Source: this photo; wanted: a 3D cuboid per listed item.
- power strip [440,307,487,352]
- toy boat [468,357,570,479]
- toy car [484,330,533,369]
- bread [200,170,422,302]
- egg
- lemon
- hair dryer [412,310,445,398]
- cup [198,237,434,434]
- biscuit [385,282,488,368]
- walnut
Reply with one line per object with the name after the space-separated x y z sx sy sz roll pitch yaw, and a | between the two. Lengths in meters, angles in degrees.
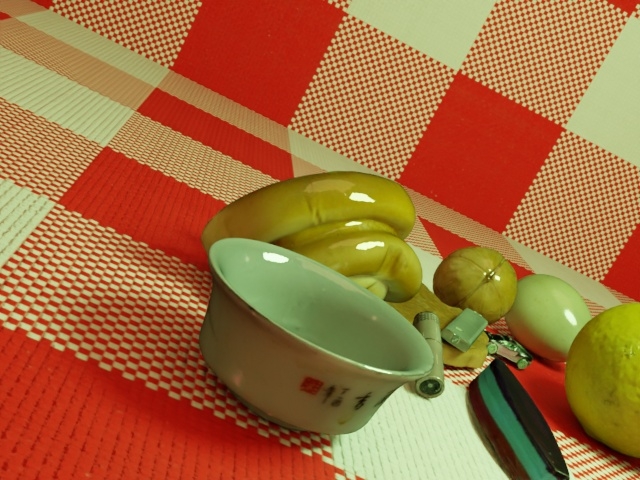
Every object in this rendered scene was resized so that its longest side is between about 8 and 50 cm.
0.290 0.182 1.808 0.060 0.027 0.253 33 17 14 | power strip
0.339 0.319 1.561 0.136 0.079 0.392 26 17 -15 | toy boat
0.413 0.239 2.010 0.142 0.055 0.069 26 10 -13 | toy car
-0.011 0.021 1.625 0.424 0.245 0.329 0 -9 -45 | bread
0.558 0.192 2.180 0.189 0.188 0.253 15 29 -43 | egg
0.651 0.280 1.815 0.336 0.336 0.336 26 14 -7 | lemon
0.113 0.186 1.614 0.221 0.053 0.195 12 31 -5 | hair dryer
-0.032 0.150 1.250 0.347 0.163 0.347 27 14 -7 | cup
0.209 0.164 1.882 0.312 0.057 0.351 30 16 5 | biscuit
0.354 0.109 2.079 0.193 0.193 0.226 26 -15 -10 | walnut
